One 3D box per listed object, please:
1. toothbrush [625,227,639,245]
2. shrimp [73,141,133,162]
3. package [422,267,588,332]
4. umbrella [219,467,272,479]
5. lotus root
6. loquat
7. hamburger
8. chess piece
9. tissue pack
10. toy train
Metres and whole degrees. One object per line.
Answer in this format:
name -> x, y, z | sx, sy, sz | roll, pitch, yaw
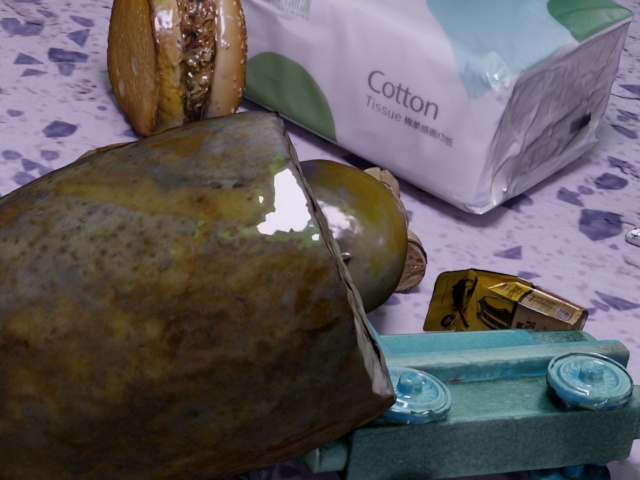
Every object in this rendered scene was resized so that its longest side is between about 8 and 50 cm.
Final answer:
toothbrush -> 0.400, 0.023, 1.811 | 0.204, 0.022, 0.017 | 19, 47, 13
shrimp -> -0.117, -0.037, 1.698 | 0.254, 0.059, 0.145 | 16, 33, 7
package -> 0.161, 0.070, 1.602 | 0.131, 0.071, 0.047 | 22, 34, 18
umbrella -> -0.060, 0.202, 1.335 | 0.050, 0.046, 0.188 | 9, 25, -11
lotus root -> -0.138, 0.063, 1.305 | 0.346, 0.250, 0.250 | -20, 30, 9
loquat -> 0.000, 0.000, 1.593 | 0.152, 0.152, 0.195 | 10, 12, -3
hamburger -> -0.137, -0.195, 1.825 | 0.118, 0.191, 0.182 | -10, 65, -19
chess piece -> 0.061, -0.019, 1.734 | 0.060, 0.060, 0.172 | 6, 29, -10
tissue pack -> 0.106, -0.199, 1.911 | 0.356, 0.194, 0.266 | 29, 36, 27
toy train -> 0.110, 0.124, 1.455 | 0.298, 0.120, 0.194 | -2, 28, -21
